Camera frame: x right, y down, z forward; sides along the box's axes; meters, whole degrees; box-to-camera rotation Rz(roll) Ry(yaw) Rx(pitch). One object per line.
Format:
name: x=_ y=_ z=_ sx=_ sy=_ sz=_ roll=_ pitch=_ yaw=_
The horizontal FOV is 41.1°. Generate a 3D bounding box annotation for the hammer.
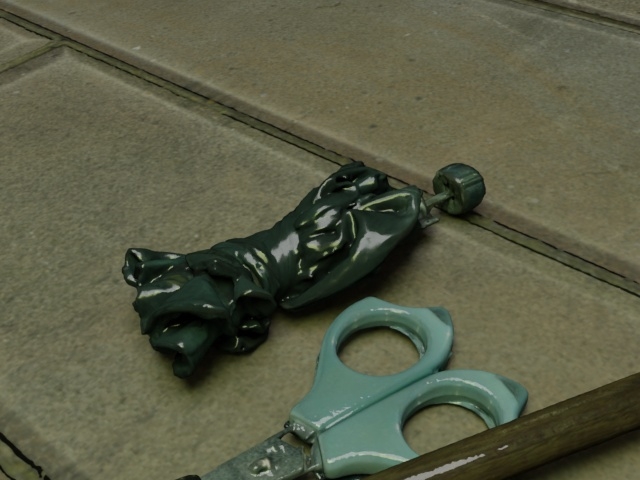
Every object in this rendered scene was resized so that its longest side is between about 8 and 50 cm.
hammer: x=0.075 y=0.154 z=0.544 sx=0.365 sy=0.043 sz=0.111 roll=-17 pitch=64 yaw=-14

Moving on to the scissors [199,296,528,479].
scissors: x=-0.025 y=0.152 z=0.596 sx=0.360 sy=0.029 sz=0.191 roll=-24 pitch=46 yaw=-22

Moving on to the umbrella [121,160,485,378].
umbrella: x=-0.001 y=-0.003 z=0.739 sx=0.348 sy=0.094 sz=0.143 roll=-23 pitch=46 yaw=-23
